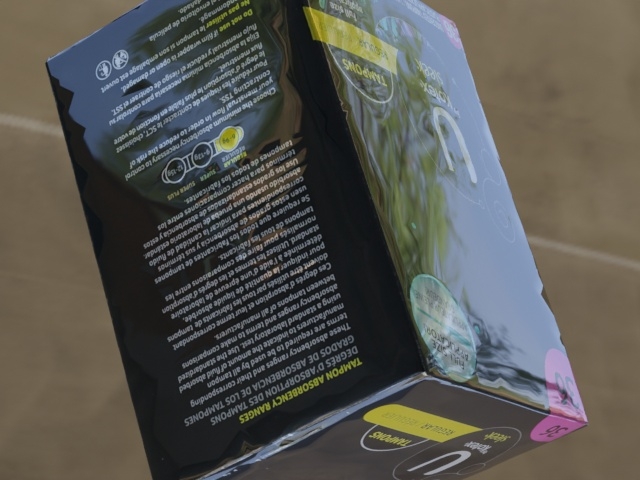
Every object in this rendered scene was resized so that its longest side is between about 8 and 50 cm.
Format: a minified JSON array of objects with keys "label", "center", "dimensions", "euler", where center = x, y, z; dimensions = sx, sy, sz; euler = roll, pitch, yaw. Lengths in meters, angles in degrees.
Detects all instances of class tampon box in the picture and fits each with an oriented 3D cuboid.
[{"label":"tampon box","center":[0.000,0.000,0.593],"dimensions":[0.120,0.101,0.161],"euler":[20,-132,-56]}]
